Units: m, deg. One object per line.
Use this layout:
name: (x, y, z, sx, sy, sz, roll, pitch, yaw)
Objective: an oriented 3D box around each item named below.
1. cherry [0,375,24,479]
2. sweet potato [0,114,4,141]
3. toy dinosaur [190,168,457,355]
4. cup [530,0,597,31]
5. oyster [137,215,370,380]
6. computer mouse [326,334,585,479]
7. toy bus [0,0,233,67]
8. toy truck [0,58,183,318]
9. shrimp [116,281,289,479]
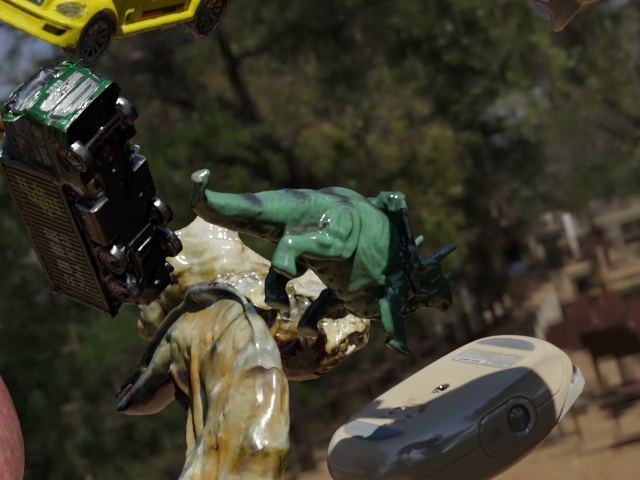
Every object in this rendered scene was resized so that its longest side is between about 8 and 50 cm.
cherry: (-0.361, 0.154, 1.417, 0.307, 0.261, 0.221, 25, 3, 14)
sweet potato: (-0.399, -0.125, 2.066, 0.057, 0.057, 0.264, -16, 10, 14)
toy dinosaur: (-0.002, 0.018, 1.311, 0.292, 0.120, 0.079, 5, 3, -45)
cup: (0.172, -0.231, 1.158, 0.173, 0.300, 0.167, -45, -15, 10)
oyster: (-0.065, 0.074, 1.779, 0.232, 0.161, 0.107, 9, 36, 1)
computer mouse: (0.116, 0.160, 1.571, 0.236, 0.082, 0.145, -29, 18, -32)
toy bus: (-0.211, -0.288, 1.886, 0.144, 0.152, 0.330, 28, 25, 19)
toy truck: (-0.206, -0.044, 1.618, 0.121, 0.259, 0.088, 21, 56, 29)
shrimp: (-0.108, 0.164, 1.197, 0.071, 0.233, 0.365, 12, -30, -23)
